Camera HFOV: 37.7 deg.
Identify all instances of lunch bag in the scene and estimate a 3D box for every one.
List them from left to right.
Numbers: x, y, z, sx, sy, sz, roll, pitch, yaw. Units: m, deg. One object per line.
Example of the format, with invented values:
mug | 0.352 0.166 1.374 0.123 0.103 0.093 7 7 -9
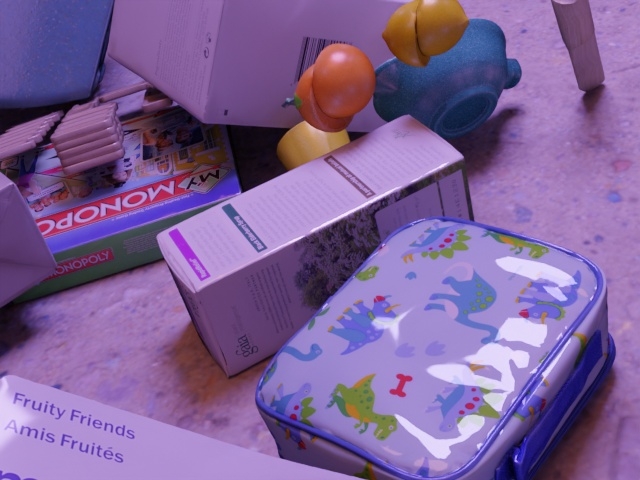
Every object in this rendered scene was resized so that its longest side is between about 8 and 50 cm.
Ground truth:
lunch bag | 0.080 0.086 0.611 0.176 0.090 0.219 16 47 37

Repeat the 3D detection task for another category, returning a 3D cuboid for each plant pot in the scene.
plant pot | -0.367 -0.274 1.091 0.252 0.247 0.248 16 12 -13

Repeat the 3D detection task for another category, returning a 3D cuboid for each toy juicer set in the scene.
toy juicer set | 0.112 -0.163 0.821 0.328 0.209 0.090 -23 64 -8

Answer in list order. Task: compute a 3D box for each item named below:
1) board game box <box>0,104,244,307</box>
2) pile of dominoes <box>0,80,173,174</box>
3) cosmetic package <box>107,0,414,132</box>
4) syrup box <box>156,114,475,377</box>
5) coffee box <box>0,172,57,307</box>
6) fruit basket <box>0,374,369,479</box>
board game box | -0.235 -0.037 0.931 0.317 0.046 0.214 -17 36 -1
pile of dominoes | -0.242 -0.116 0.981 0.195 0.040 0.251 -18 17 -3
cosmetic package | -0.060 -0.209 0.935 0.224 0.138 0.224 -2 24 -36
syrup box | 0.000 0.000 0.750 0.236 0.093 0.096 -26 38 -13
coffee box | -0.359 -0.018 0.831 0.141 0.098 0.246 -35 41 -23
fruit basket | 0.015 0.205 0.329 0.326 0.165 0.353 22 35 -18
